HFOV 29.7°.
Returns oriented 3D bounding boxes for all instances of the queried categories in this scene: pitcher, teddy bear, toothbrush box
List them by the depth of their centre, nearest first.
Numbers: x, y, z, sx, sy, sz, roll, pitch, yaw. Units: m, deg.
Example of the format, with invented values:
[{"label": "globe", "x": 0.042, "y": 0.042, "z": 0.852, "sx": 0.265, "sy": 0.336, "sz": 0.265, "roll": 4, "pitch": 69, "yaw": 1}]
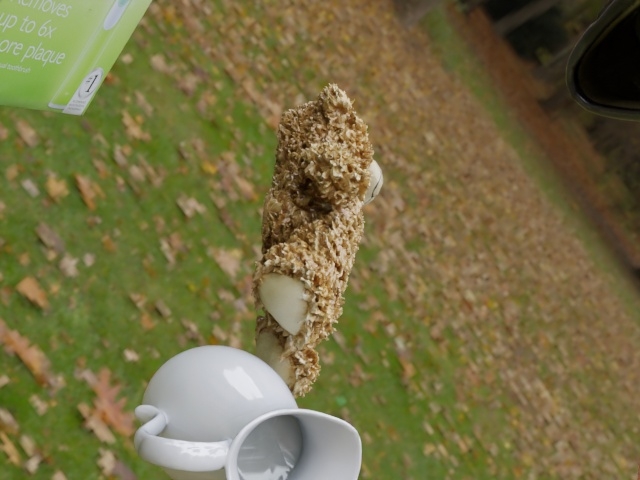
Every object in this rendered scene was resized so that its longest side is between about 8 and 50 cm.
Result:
[{"label": "toothbrush box", "x": -0.211, "y": -0.252, "z": 0.962, "sx": 0.122, "sy": 0.283, "sz": 0.206, "roll": 36, "pitch": 11, "yaw": 14}, {"label": "pitcher", "x": -0.091, "y": 0.154, "z": 0.991, "sx": 0.178, "sy": 0.125, "sz": 0.207, "roll": 14, "pitch": 1, "yaw": -30}, {"label": "teddy bear", "x": 0.000, "y": 0.000, "z": 1.177, "sx": 0.338, "sy": 0.113, "sz": 0.245, "roll": -81, "pitch": 176, "yaw": -62}]

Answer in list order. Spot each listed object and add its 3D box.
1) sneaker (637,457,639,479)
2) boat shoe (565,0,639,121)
[{"label": "sneaker", "x": 0.313, "y": 0.163, "z": 0.988, "sx": 0.116, "sy": 0.136, "sz": 0.314, "roll": 33, "pitch": 18, "yaw": 24}, {"label": "boat shoe", "x": 0.199, "y": -0.093, "z": 0.466, "sx": 0.102, "sy": 0.092, "sz": 0.285, "roll": 61, "pitch": -21, "yaw": -9}]
